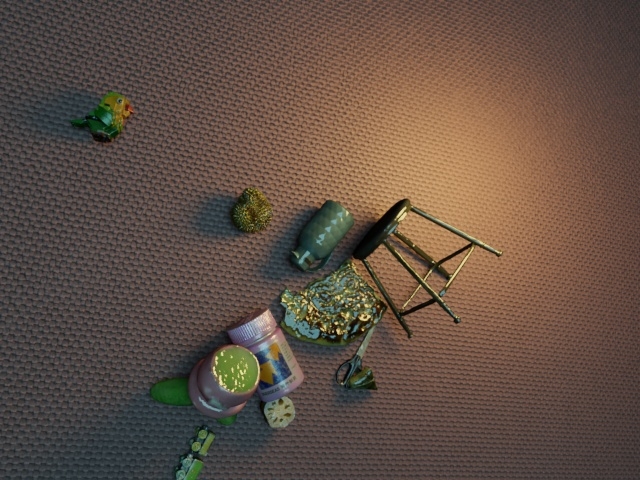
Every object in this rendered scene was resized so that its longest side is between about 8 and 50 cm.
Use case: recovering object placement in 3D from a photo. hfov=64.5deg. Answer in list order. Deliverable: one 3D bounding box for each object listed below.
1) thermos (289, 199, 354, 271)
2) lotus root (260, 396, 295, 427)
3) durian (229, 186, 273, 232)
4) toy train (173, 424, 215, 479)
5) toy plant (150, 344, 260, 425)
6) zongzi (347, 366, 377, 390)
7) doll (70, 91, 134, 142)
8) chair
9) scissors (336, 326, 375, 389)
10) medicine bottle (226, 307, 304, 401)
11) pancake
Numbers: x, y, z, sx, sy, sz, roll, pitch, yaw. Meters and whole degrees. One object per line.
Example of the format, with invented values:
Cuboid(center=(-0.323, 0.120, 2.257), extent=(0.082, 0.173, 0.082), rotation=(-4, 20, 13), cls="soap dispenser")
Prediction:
Cuboid(center=(0.000, 0.000, 1.947), extent=(0.287, 0.145, 0.182), rotation=(-51, 135, -14), cls="thermos")
Cuboid(center=(-0.158, 0.616, 1.852), extent=(0.112, 0.081, 0.122), rotation=(-23, 92, -22), cls="lotus root")
Cuboid(center=(-0.255, -0.102, 1.868), extent=(0.158, 0.137, 0.168), rotation=(-37, 111, 1), cls="durian")
Cuboid(center=(-0.432, 0.743, 1.756), extent=(0.081, 0.060, 0.202), rotation=(34, 75, -20), cls="toy train")
Cuboid(center=(-0.364, 0.477, 1.679), extent=(0.316, 0.356, 0.211), rotation=(25, 52, -18), cls="toy plant")
Cuboid(center=(0.165, 0.566, 1.972), extent=(0.109, 0.055, 0.119), rotation=(-28, 112, -19), cls="zongzi")
Cuboid(center=(-0.735, -0.424, 1.741), extent=(0.134, 0.106, 0.186), rotation=(37, 74, -1), cls="doll")
Cuboid(center=(0.365, 0.082, 1.945), extent=(0.410, 0.362, 0.365), rotation=(42, 63, -2), cls="chair")
Cuboid(center=(0.158, 0.443, 2.012), extent=(0.109, 0.022, 0.300), rotation=(33, 74, -17), cls="scissors")
Cuboid(center=(-0.196, 0.405, 1.808), extent=(0.178, 0.178, 0.291), rotation=(-28, 95, -20), cls="medicine bottle")
Cuboid(center=(0.041, 0.265, 1.978), extent=(0.426, 0.067, 0.305), rotation=(-23, 85, -19), cls="pancake")
